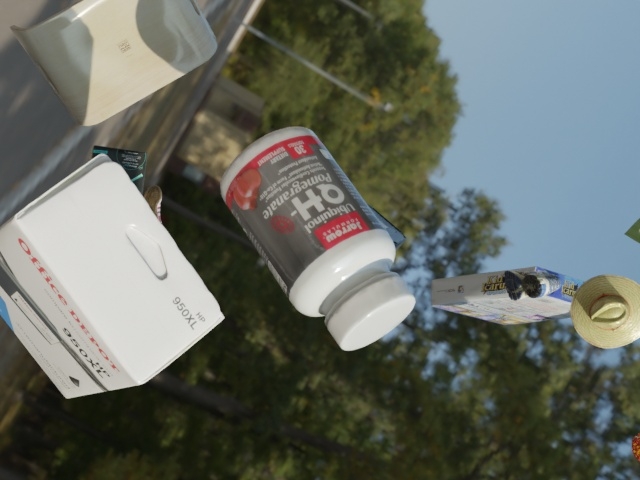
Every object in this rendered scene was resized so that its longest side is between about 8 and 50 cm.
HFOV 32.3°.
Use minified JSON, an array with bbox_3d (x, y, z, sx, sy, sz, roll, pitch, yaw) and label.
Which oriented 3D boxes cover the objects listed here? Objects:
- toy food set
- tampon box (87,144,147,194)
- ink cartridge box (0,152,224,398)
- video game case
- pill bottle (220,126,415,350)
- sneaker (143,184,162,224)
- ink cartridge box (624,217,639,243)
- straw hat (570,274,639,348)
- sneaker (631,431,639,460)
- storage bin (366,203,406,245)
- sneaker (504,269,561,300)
[{"bbox_3d":[-0.359,-0.364,1.962,0.306,0.220,0.092,-31,-140,-4],"label":"toy food set"},{"bbox_3d":[-0.454,-0.121,2.432,0.101,0.120,0.161,-173,-90,-74],"label":"tampon box"},{"bbox_3d":[-0.348,0.068,1.630,0.166,0.285,0.395,-40,-171,-28],"label":"ink cartridge box"},{"bbox_3d":[0.398,0.113,2.222,0.244,0.269,0.061,-12,-109,41],"label":"video game case"},{"bbox_3d":[0.000,0.000,1.640,0.176,0.319,0.176,-30,157,-14],"label":"pill bottle"},{"bbox_3d":[-0.375,-0.061,2.490,0.067,0.042,0.119,88,2,-59],"label":"sneaker"},{"bbox_3d":[0.696,-0.048,2.106,0.209,0.062,0.109,-45,-140,-2],"label":"ink cartridge box"},{"bbox_3d":[0.515,0.128,1.971,0.144,0.144,0.061,-58,167,13],"label":"straw hat"},{"bbox_3d":[0.636,0.356,2.065,0.067,0.064,0.175,-27,149,-38],"label":"sneaker"},{"bbox_3d":[0.102,-0.008,2.336,0.084,0.122,0.180,-51,173,12],"label":"storage bin"},{"bbox_3d":[0.356,0.074,1.854,0.135,0.058,0.052,-170,-108,-69],"label":"sneaker"}]
